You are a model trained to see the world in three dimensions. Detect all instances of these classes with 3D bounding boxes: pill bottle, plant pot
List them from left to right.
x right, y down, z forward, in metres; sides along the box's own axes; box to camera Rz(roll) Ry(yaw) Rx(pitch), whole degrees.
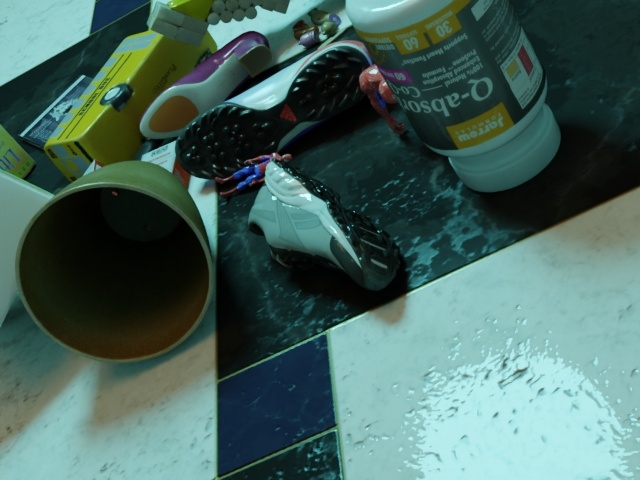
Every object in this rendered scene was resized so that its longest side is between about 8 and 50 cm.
[{"bbox_3d":[-0.248,-0.005,1.529,0.237,0.237,0.254,-29,20,10],"label":"plant pot"},{"bbox_3d":[0.158,-0.195,1.328,0.162,0.278,0.162,-23,36,18],"label":"pill bottle"}]

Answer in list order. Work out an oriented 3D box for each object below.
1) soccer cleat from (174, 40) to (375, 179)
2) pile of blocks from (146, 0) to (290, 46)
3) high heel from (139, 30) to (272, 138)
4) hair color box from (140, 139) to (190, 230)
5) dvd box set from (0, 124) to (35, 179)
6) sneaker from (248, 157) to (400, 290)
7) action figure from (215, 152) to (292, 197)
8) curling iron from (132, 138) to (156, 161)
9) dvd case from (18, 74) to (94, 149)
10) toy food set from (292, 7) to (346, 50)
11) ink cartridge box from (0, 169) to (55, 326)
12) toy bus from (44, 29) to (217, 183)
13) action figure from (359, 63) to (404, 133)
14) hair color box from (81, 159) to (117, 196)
[{"bbox_3d":[-0.060,-0.184,1.681,0.318,0.108,0.116,-28,11,17],"label":"soccer cleat"},{"bbox_3d":[-0.112,-0.422,1.882,0.362,0.149,0.112,-20,26,-9],"label":"pile of blocks"},{"bbox_3d":[-0.185,-0.248,1.873,0.244,0.082,0.117,-39,23,5],"label":"high heel"},{"bbox_3d":[-0.233,-0.081,1.737,0.072,0.043,0.141,-21,38,21],"label":"hair color box"},{"bbox_3d":[-0.691,-0.164,1.898,0.062,0.420,0.307,0,48,45],"label":"dvd box set"},{"bbox_3d":[0.000,0.000,1.412,0.108,0.100,0.271,-60,37,8],"label":"sneaker"},{"bbox_3d":[-0.090,-0.094,1.637,0.115,0.030,0.038,-23,72,17],"label":"action figure"},{"bbox_3d":[-0.290,-0.055,1.766,0.068,0.035,0.274,-6,41,18],"label":"curling iron"},{"bbox_3d":[-0.432,-0.219,2.098,0.164,0.018,0.221,-48,37,-15],"label":"dvd case"},{"bbox_3d":[-0.011,-0.337,1.873,0.078,0.019,0.122,-41,34,-8],"label":"toy food set"},{"bbox_3d":[-0.456,0.013,1.622,0.198,0.115,0.273,-66,15,-7],"label":"ink cartridge box"},{"bbox_3d":[-0.301,-0.239,1.930,0.130,0.108,0.333,-4,45,41],"label":"toy bus"},{"bbox_3d":[0.120,-0.200,1.552,0.091,0.139,0.280,-26,13,19],"label":"action figure"},{"bbox_3d":[-0.353,-0.026,1.708,0.167,0.053,0.093,-50,21,13],"label":"hair color box"}]
